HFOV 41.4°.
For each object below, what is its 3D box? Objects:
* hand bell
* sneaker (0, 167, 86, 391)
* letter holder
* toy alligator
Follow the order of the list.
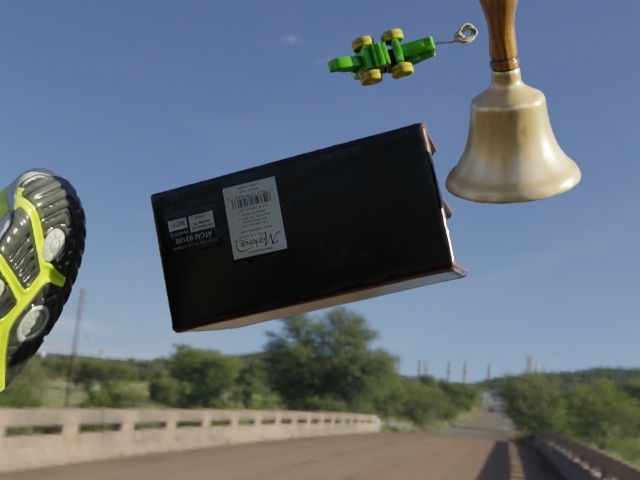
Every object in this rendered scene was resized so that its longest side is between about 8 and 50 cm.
[{"bbox_3d":[0.165,-0.168,0.757,0.126,0.242,0.126,-7,21,3],"label":"hand bell"},{"bbox_3d":[-0.362,0.091,0.782,0.147,0.385,0.145,31,-2,21],"label":"sneaker"},{"bbox_3d":[0.000,0.000,0.954,0.301,0.152,0.214,-14,-9,13],"label":"letter holder"},{"bbox_3d":[0.101,-0.231,1.059,0.189,0.056,0.051,-14,-8,-4],"label":"toy alligator"}]
